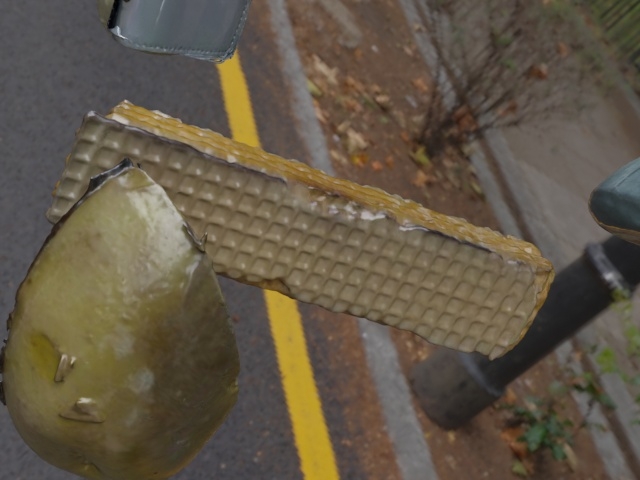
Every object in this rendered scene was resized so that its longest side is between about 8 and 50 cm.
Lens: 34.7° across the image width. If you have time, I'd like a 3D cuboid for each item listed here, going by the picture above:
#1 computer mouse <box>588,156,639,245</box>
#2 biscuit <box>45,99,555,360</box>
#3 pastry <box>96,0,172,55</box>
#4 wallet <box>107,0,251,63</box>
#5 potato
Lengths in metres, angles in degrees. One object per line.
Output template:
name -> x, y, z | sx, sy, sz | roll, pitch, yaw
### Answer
computer mouse -> 0.430, -0.012, 0.903 | 0.371, 0.122, 0.188 | 20, 3, 8
biscuit -> 0.000, 0.000, 0.732 | 0.378, 0.094, 0.054 | 17, 22, -22
pastry -> -0.182, -0.282, 1.188 | 0.156, 0.156, 0.092 | 25, 61, -39
wallet -> -0.104, -0.278, 0.913 | 0.069, 0.231, 0.170 | 31, 22, 28
potato -> -0.127, 0.083, 0.646 | 0.138, 0.243, 0.098 | -33, 54, -23
